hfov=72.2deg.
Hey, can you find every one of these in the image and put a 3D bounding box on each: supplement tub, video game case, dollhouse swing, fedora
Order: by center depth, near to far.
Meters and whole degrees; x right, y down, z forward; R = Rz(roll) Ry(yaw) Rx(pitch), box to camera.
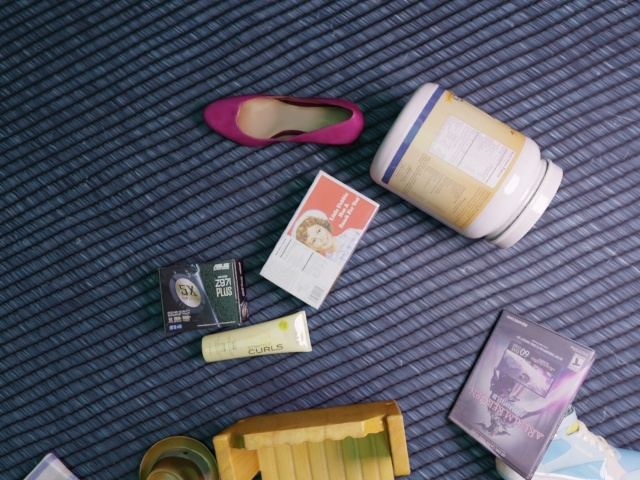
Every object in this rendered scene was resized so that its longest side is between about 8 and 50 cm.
[{"bbox_3d":[0.004,0.503,0.875,0.346,0.315,0.305,-7,77,4],"label":"dollhouse swing"},{"bbox_3d":[0.284,-0.145,0.889,0.316,0.228,0.228,32,91,5],"label":"supplement tub"},{"bbox_3d":[0.401,0.301,0.898,0.026,0.196,0.274,28,90,-37],"label":"video game case"},{"bbox_3d":[-0.327,0.545,0.991,0.194,0.079,0.194,0,88,4],"label":"fedora"}]

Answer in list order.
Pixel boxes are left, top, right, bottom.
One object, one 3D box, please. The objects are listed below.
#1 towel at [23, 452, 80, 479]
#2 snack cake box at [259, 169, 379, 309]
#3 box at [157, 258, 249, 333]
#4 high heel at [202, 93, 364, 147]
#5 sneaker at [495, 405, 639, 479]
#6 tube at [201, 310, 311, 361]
[{"bbox_3d":[-0.609,0.667,1.035,0.285,0.034,0.209,41,89,3],"label":"towel"},{"bbox_3d":[0.000,0.000,0.978,0.152,0.089,0.264,31,91,7],"label":"snack cake box"},{"bbox_3d":[-0.264,0.124,1.001,0.180,0.077,0.147,-6,87,5],"label":"box"},{"bbox_3d":[-0.092,-0.275,0.948,0.377,0.181,0.127,5,88,5],"label":"high heel"},{"bbox_3d":[0.529,0.397,0.900,0.318,0.127,0.208,1,89,4],"label":"sneaker"},{"bbox_3d":[-0.145,0.225,1.000,0.240,0.062,0.070,-9,128,0],"label":"tube"}]
